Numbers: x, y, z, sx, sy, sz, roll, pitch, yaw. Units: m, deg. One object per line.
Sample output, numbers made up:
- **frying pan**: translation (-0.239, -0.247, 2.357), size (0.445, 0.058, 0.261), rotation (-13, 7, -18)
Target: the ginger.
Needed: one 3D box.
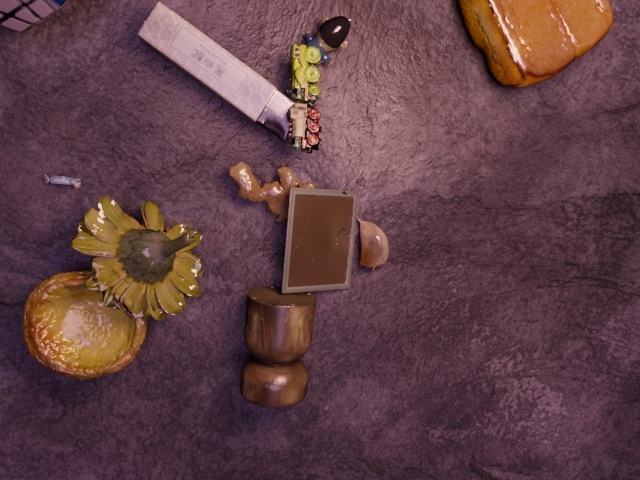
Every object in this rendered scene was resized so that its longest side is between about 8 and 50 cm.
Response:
- **ginger**: translation (-0.110, -0.127, 1.236), size (0.258, 0.065, 0.149), rotation (40, 86, -17)

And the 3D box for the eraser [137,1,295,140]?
- **eraser**: translation (-0.231, -0.391, 1.154), size (0.404, 0.096, 0.098), rotation (34, 93, -12)

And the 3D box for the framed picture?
- **framed picture**: translation (0.000, 0.000, 1.263), size (0.216, 0.016, 0.273), rotation (0, 101, -32)

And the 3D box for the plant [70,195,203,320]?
- **plant**: translation (-0.396, 0.060, 1.110), size (0.306, 0.297, 0.261), rotation (23, 93, -43)

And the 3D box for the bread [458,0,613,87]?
- **bread**: translation (0.535, -0.582, 1.213), size (0.328, 0.148, 0.337), rotation (-35, 101, -5)

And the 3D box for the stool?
- **stool**: translation (-0.110, 0.266, 1.250), size (0.179, 0.179, 0.264), rotation (5, 99, -9)

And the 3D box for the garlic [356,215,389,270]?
- **garlic**: translation (0.143, 0.009, 1.297), size (0.084, 0.066, 0.152), rotation (-4, 103, -6)

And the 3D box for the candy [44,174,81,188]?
- **candy**: translation (-0.628, -0.143, 1.177), size (0.083, 0.020, 0.030), rotation (3, 98, -8)

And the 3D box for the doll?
- **doll**: translation (0.005, -0.480, 1.185), size (0.179, 0.089, 0.102), rotation (-36, 104, 23)

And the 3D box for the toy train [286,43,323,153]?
- **toy train**: translation (-0.037, -0.328, 1.129), size (0.085, 0.053, 0.250), rotation (0, 89, -11)

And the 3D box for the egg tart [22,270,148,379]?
- **egg tart**: translation (-0.572, 0.200, 1.199), size (0.294, 0.123, 0.294), rotation (-1, 96, -9)

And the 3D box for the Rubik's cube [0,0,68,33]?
- **Rubik's cube**: translation (-0.635, -0.591, 0.969), size (0.264, 0.319, 0.319), rotation (19, 98, 16)
